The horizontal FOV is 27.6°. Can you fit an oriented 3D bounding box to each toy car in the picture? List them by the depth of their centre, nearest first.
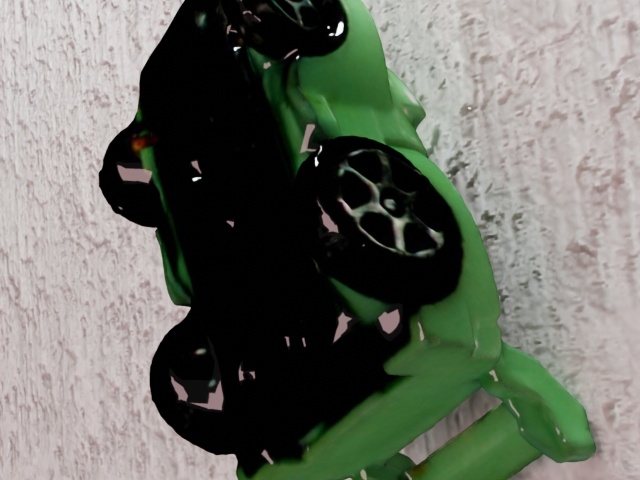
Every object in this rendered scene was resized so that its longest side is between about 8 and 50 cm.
[{"bbox_3d":[0.000,0.000,0.789,0.213,0.176,0.359,-48,50,39],"label":"toy car"}]
